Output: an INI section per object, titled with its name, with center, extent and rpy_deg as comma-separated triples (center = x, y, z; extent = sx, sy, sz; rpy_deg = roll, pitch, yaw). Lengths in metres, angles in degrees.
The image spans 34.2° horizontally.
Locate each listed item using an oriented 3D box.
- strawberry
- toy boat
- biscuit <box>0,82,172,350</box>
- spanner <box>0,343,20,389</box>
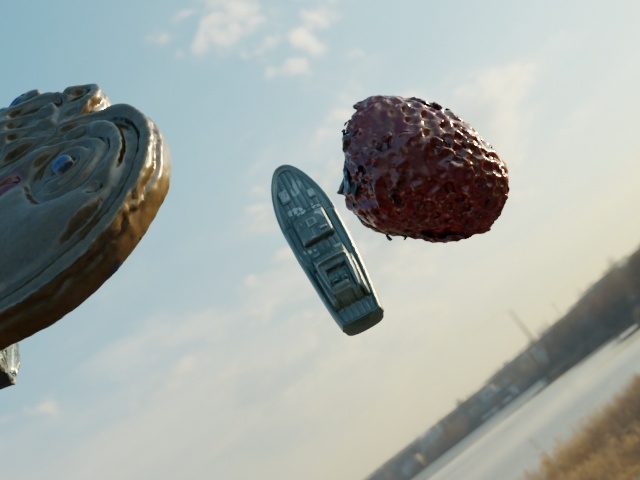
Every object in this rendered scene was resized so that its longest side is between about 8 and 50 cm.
[strawberry]
center = 0.055, -0.036, 0.570
extent = 0.083, 0.096, 0.083
rpy_deg = 14, -90, -88
[toy boat]
center = 0.000, 0.000, 1.313
extent = 0.078, 0.261, 0.085
rpy_deg = -28, -32, -1
[biscuit]
center = -0.121, -0.016, 0.405
extent = 0.124, 0.175, 0.026
rpy_deg = -39, -57, -6
[spanner]
center = -0.230, 0.007, 0.736
extent = 0.026, 0.093, 0.325
rpy_deg = -24, 30, -6
